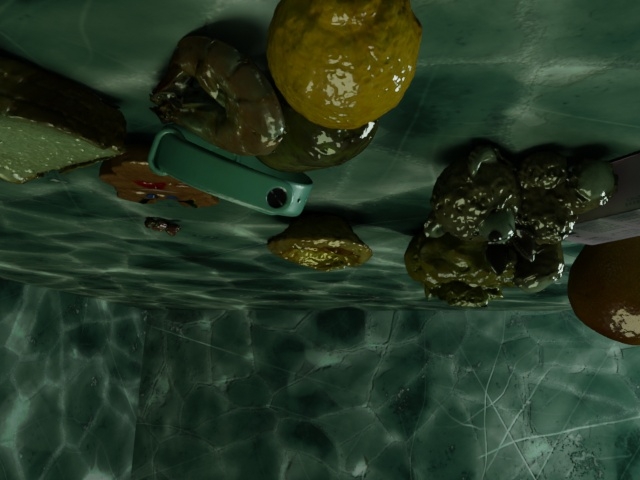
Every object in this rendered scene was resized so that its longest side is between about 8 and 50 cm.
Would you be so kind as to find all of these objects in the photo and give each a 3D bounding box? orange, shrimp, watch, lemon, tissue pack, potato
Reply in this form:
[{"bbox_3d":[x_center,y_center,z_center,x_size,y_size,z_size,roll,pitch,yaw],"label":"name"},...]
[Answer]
[{"bbox_3d":[0.641,0.083,1.424,0.264,0.264,0.264,3,168,1],"label":"orange"},{"bbox_3d":[-0.138,-0.170,0.809,0.267,0.061,0.145,19,142,51],"label":"shrimp"},{"bbox_3d":[-0.128,-0.101,0.970,0.237,0.068,0.195,18,-164,-27],"label":"watch"},{"bbox_3d":[0.021,-0.178,0.628,0.142,0.142,0.187,2,164,2],"label":"lemon"},{"bbox_3d":[0.498,-0.062,1.156,0.149,0.092,0.246,10,166,-24],"label":"tissue pack"},{"bbox_3d":[-0.015,-0.145,0.862,0.150,0.113,0.251,0,-179,-18],"label":"potato"}]

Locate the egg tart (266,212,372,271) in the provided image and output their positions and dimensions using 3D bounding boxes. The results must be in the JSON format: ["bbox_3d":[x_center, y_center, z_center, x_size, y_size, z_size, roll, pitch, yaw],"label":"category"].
[{"bbox_3d":[0.000,0.000,1.526,0.241,0.105,0.241,4,165,1],"label":"egg tart"}]

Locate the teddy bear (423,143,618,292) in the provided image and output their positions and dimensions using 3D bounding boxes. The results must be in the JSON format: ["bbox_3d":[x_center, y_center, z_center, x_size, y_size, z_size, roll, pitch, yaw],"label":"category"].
[{"bbox_3d":[0.299,-0.056,1.097,0.256,0.156,0.267,7,127,-22],"label":"teddy bear"}]

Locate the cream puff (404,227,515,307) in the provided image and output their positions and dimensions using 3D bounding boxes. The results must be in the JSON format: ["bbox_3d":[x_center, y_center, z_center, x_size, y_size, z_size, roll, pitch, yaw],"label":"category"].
[{"bbox_3d":[0.331,0.065,1.572,0.282,0.185,0.282,5,165,1],"label":"cream puff"}]

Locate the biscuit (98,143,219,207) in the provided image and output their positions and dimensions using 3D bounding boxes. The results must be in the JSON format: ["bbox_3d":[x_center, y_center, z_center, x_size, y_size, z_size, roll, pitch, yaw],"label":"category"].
[{"bbox_3d":[-0.284,-0.102,1.216,0.202,0.047,0.334,4,170,-6],"label":"biscuit"}]

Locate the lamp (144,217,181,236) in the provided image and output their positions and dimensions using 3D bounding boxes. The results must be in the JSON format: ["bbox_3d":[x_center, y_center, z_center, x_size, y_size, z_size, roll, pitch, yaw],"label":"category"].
[{"bbox_3d":[-0.376,-0.034,1.628,0.083,0.031,0.063,12,164,-23],"label":"lamp"}]

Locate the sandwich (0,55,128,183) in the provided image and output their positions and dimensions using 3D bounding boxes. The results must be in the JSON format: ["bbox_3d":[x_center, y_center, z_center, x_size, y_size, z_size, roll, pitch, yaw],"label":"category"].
[{"bbox_3d":[-0.423,-0.158,0.936,0.251,0.087,0.226,-10,164,37],"label":"sandwich"}]
